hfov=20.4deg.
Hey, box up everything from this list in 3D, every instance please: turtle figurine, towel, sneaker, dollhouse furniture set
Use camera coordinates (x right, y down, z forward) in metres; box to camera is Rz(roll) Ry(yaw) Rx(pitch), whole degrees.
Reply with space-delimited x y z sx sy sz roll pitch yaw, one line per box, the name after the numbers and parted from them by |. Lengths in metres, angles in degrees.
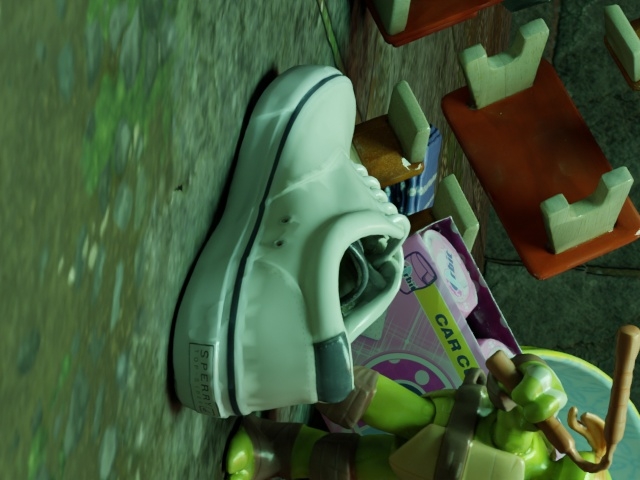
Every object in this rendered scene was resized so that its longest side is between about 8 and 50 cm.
0.064 0.101 0.929 0.269 0.217 0.087 96 12 -49 | turtle figurine
0.065 0.063 1.588 0.243 0.040 0.336 -41 138 -80 | towel
0.000 0.000 0.894 0.258 0.091 0.094 -74 166 -50 | sneaker
0.124 -0.094 1.199 0.135 0.262 0.259 82 -15 -65 | dollhouse furniture set

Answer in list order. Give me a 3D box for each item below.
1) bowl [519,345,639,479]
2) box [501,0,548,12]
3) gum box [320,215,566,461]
0.090 0.201 1.299 0.156 0.289 0.289 22 -69 55 | bowl
0.125 -0.304 1.381 0.184 0.045 0.190 40 50 -40 | box
0.066 0.095 1.031 0.188 0.107 0.062 62 24 0 | gum box
